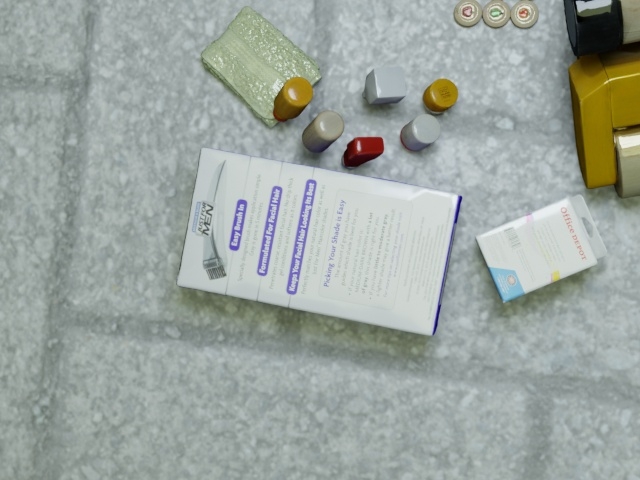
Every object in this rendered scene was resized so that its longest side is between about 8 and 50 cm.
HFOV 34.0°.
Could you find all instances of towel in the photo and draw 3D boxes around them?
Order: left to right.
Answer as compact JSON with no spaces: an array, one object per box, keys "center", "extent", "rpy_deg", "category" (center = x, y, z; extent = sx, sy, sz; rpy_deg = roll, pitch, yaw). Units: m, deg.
[{"center":[-0.080,-0.237,1.417],"extent":[0.148,0.027,0.110],"rpy_deg":[44,95,7],"category":"towel"}]

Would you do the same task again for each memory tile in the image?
[{"center":[0.236,-0.353,1.376],"extent":[0.113,0.012,0.148],"rpy_deg":[5,89,9],"category":"memory tile"}]

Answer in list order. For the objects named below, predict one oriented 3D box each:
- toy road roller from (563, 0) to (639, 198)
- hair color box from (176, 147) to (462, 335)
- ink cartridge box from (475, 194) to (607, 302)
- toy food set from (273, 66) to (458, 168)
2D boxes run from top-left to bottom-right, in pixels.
[{"center":[0.400,-0.240,1.281],"extent":[0.203,0.240,0.329],"rpy_deg":[-10,125,8],"category":"toy road roller"},{"center":[0.000,0.000,1.360],"extent":[0.339,0.110,0.185],"rpy_deg":[11,92,7],"category":"hair color box"},{"center":[0.279,0.009,1.323],"extent":[0.143,0.090,0.092],"rpy_deg":[-22,86,7],"category":"ink cartridge box"},{"center":[0.058,-0.157,1.371],"extent":[0.232,0.104,0.111],"rpy_deg":[-6,83,-15],"category":"toy food set"}]
